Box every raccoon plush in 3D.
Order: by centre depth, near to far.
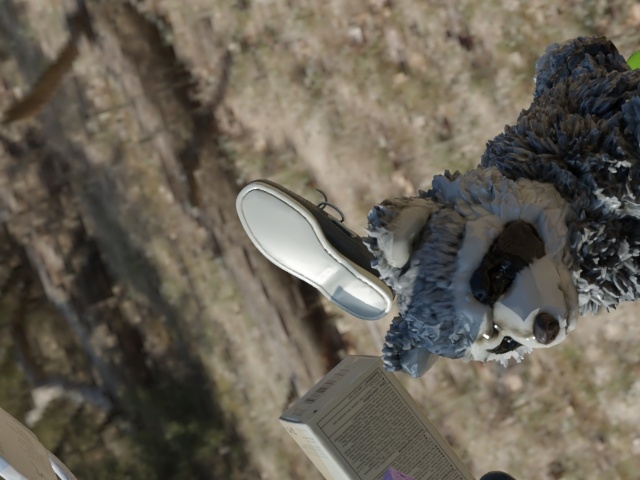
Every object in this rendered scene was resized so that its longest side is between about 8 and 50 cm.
[{"bbox_3d":[0.164,-0.027,1.345,0.446,0.299,0.216,-117,12,-76],"label":"raccoon plush"}]

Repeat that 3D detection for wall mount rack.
[{"bbox_3d":[-0.346,0.250,1.494,0.350,0.130,0.304,49,-177,-42],"label":"wall mount rack"}]

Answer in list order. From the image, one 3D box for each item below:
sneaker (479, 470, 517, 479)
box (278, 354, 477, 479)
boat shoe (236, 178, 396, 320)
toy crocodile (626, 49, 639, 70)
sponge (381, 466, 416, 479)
[{"bbox_3d":[0.237,0.336,1.693,0.209,0.069,0.082,53,-169,-4],"label":"sneaker"},{"bbox_3d":[0.103,0.316,2.093,0.311,0.148,0.121,54,162,-10],"label":"box"},{"bbox_3d":[0.000,0.000,2.004,0.254,0.079,0.095,36,126,-14],"label":"boat shoe"},{"bbox_3d":[0.362,-0.223,1.516,0.105,0.115,0.340,-2,91,40],"label":"toy crocodile"},{"bbox_3d":[0.045,0.256,1.176,0.117,0.031,0.210,-61,5,6],"label":"sponge"}]
